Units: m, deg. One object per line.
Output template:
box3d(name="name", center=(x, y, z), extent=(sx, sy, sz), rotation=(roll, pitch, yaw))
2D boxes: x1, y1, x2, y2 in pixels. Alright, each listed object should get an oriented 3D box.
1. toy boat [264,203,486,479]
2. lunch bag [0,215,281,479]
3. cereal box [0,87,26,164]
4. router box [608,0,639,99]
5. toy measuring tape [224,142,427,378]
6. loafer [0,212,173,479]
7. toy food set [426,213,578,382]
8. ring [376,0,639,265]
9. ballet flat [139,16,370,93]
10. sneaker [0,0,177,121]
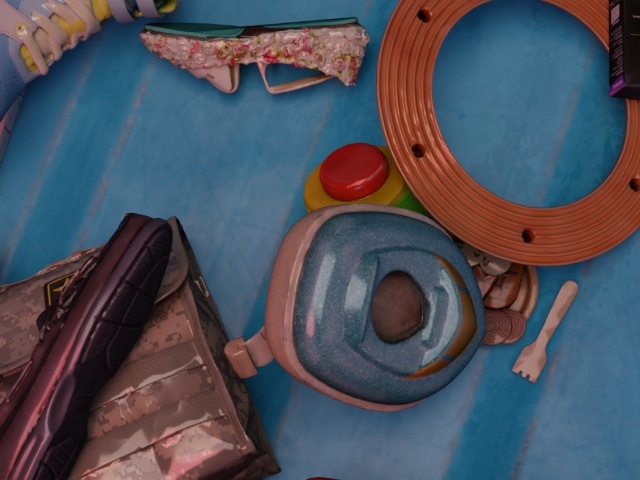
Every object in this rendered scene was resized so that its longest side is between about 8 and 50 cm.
box3d(name="toy boat", center=(0.062, 0.128, 1.497), extent=(0.148, 0.267, 0.318), rotation=(7, 88, 44))
box3d(name="lunch bag", center=(-0.201, 0.134, 1.585), extent=(0.235, 0.169, 0.287), rotation=(-24, 70, 2))
box3d(name="cereal box", center=(-0.421, -0.100, 1.700), extent=(0.173, 0.047, 0.240), rotation=(15, 80, 4))
box3d(name="router box", center=(0.385, -0.207, 1.660), extent=(0.179, 0.046, 0.133), rotation=(5, 77, -11))
box3d(name="toy measuring tape", center=(0.000, 0.000, 1.603), extent=(0.121, 0.121, 0.330), rotation=(42, 66, 10))
box3d(name="loafer", center=(-0.236, 0.103, 1.460), extent=(0.095, 0.109, 0.302), rotation=(24, 84, 17))
box3d(name="toy food set", center=(0.158, 0.048, 1.644), extent=(0.192, 0.038, 0.132), rotation=(27, 81, 8))
box3d(name="ring", center=(0.208, -0.137, 1.632), extent=(0.337, 0.032, 0.336), rotation=(4, 78, -19))
box3d(name="ballet flat", center=(-0.069, -0.190, 1.687), extent=(0.241, 0.091, 0.077), rotation=(0, 103, 7))
box3d(name="sneaker", center=(-0.251, -0.232, 1.633), extent=(0.208, 0.127, 0.319), rotation=(8, 61, 14))
